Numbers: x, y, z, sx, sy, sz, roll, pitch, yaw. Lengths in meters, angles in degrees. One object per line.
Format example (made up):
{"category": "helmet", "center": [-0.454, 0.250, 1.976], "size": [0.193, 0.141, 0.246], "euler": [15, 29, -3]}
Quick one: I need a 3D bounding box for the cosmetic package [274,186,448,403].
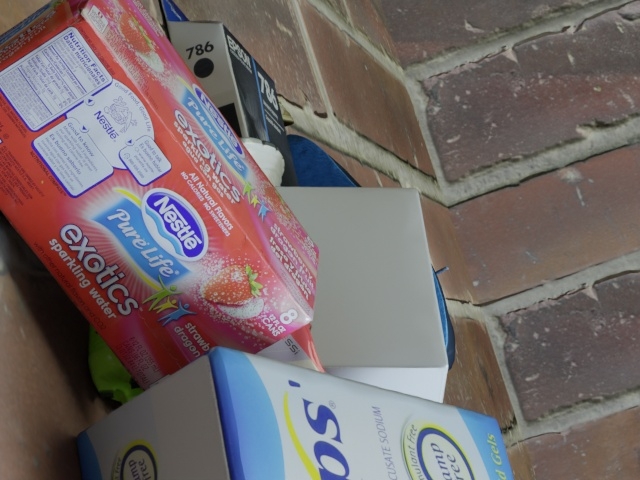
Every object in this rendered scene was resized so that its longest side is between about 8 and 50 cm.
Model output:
{"category": "cosmetic package", "center": [0.022, 0.107, 1.469], "size": [0.224, 0.138, 0.225], "euler": [-96, -173, -48]}

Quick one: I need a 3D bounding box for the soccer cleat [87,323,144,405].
{"category": "soccer cleat", "center": [-0.113, 0.104, 1.237], "size": [0.179, 0.060, 0.072], "euler": [50, 23, -54]}

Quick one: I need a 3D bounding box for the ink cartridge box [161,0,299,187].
{"category": "ink cartridge box", "center": [-0.078, -0.097, 1.722], "size": [0.165, 0.065, 0.333], "euler": [43, 29, -66]}

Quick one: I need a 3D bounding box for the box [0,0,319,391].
{"category": "box", "center": [-0.122, -0.036, 1.130], "size": [0.257, 0.128, 0.123], "euler": [54, 17, -18]}

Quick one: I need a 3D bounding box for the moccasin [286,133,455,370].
{"category": "moccasin", "center": [0.051, 0.023, 1.804], "size": [0.342, 0.137, 0.117], "euler": [61, 1, 33]}

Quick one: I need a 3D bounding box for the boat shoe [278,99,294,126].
{"category": "boat shoe", "center": [-0.064, -0.149, 1.900], "size": [0.135, 0.050, 0.045], "euler": [8, 68, -77]}

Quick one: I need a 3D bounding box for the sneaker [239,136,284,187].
{"category": "sneaker", "center": [-0.106, -0.032, 1.448], "size": [0.297, 0.111, 0.129], "euler": [12, 76, -73]}

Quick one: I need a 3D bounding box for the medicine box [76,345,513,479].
{"category": "medicine box", "center": [0.008, 0.238, 1.108], "size": [0.289, 0.149, 0.263], "euler": [19, 48, -44]}

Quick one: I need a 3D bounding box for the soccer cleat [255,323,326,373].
{"category": "soccer cleat", "center": [-0.063, 0.063, 1.282], "size": [0.248, 0.095, 0.083], "euler": [49, -13, 6]}
